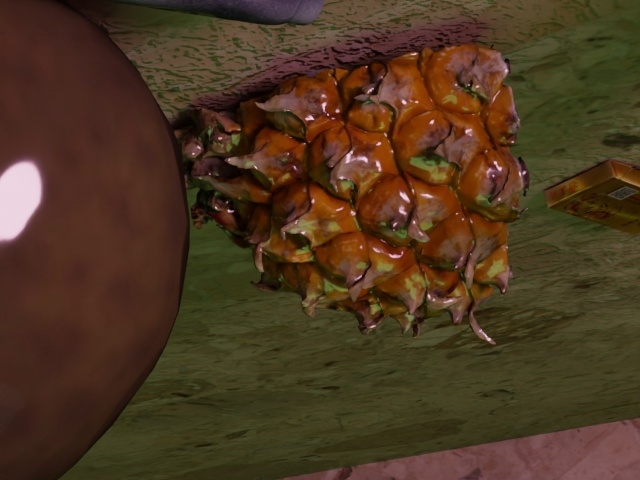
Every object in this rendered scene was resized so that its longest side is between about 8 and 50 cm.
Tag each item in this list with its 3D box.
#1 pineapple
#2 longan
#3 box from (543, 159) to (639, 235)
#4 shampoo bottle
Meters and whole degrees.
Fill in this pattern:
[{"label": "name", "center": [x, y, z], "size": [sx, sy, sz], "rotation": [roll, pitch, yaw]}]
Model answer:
[{"label": "pineapple", "center": [-0.004, 0.000, 1.161], "size": [0.286, 0.208, 0.344], "rotation": [-6, 162, -11]}, {"label": "longan", "center": [-0.280, 0.015, 0.894], "size": [0.405, 0.336, 0.404], "rotation": [-8, 129, -11]}, {"label": "box", "center": [0.311, -0.043, 1.467], "size": [0.156, 0.022, 0.089], "rotation": [14, 149, -40]}, {"label": "shampoo bottle", "center": [-0.104, -0.166, 0.855], "size": [0.234, 0.049, 0.087], "rotation": [3, -165, -34]}]
